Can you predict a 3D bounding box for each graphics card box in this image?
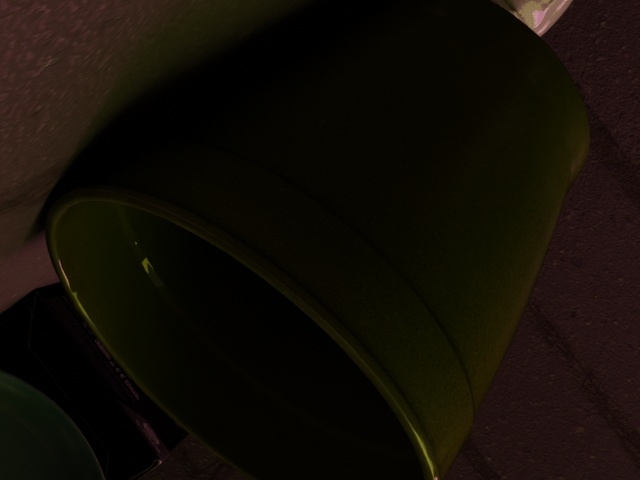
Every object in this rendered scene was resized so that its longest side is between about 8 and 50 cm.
[{"bbox_3d":[-0.246,0.158,1.549,0.094,0.233,0.371,-36,180,5],"label":"graphics card box"}]

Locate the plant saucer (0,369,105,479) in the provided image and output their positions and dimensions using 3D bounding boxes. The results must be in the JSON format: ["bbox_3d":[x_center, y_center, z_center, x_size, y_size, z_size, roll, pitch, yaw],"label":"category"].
[{"bbox_3d":[-0.332,0.259,1.097,0.317,0.317,0.044,-36,-171,-27],"label":"plant saucer"}]

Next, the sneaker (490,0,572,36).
[{"bbox_3d":[0.129,-0.201,1.296,0.292,0.108,0.169,-36,-177,34],"label":"sneaker"}]

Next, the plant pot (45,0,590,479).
[{"bbox_3d":[0.032,-0.018,1.059,0.353,0.366,0.366,-50,-175,-27],"label":"plant pot"}]
